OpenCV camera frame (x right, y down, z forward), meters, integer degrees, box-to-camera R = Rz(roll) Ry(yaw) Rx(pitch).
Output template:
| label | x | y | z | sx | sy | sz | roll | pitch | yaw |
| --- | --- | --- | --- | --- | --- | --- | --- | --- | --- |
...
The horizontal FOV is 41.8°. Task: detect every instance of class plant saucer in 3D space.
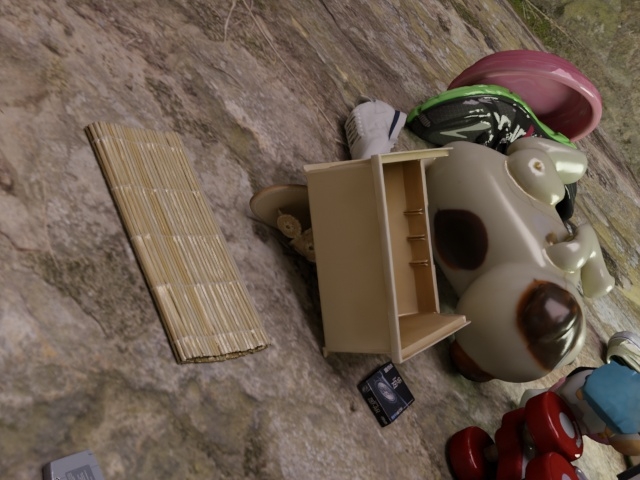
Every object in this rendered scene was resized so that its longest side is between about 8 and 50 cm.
| label | x | y | z | sx | sy | sz | roll | pitch | yaw |
| --- | --- | --- | --- | --- | --- | --- | --- | --- | --- |
| plant saucer | 0.438 | -0.309 | 1.817 | 0.332 | 0.332 | 0.084 | 28 | 65 | -37 |

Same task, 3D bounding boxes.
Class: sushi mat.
| label | x | y | z | sx | sy | sz | roll | pitch | yaw |
| --- | --- | --- | --- | --- | --- | --- | --- | --- | --- |
| sushi mat | -0.168 | -0.002 | 1.011 | 0.151 | 0.019 | 0.317 | -2 | 63 | -55 |

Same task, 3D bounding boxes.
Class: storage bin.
| label | x | y | z | sx | sy | sz | roll | pitch | yaw |
| --- | --- | --- | --- | --- | --- | --- | --- | --- | --- |
| storage bin | 0.104 | 0.011 | 1.173 | 0.260 | 0.123 | 0.262 | -14 | 98 | -57 |

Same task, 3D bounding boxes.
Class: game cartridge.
| label | x | y | z | sx | sy | sz | roll | pitch | yaw |
| --- | --- | --- | --- | --- | --- | --- | --- | --- | --- |
| game cartridge | -0.211 | 0.230 | 0.740 | 0.056 | 0.017 | 0.083 | -3 | 63 | -58 |

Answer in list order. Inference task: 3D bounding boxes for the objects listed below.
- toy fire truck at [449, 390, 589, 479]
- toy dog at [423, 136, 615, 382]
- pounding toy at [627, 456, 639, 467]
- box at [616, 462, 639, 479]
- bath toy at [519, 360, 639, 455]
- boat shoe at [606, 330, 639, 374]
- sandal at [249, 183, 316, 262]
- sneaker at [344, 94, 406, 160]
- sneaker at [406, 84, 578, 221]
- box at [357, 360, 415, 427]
| label | x | y | z | sx | sy | sz | roll | pitch | yaw |
| --- | --- | --- | --- | --- | --- | --- | --- | --- | --- |
| toy fire truck | 0.312 | 0.379 | 1.156 | 0.254 | 0.169 | 0.302 | 49 | 28 | -14 |
| toy dog | 0.314 | 0.035 | 1.387 | 0.395 | 0.284 | 0.408 | 26 | 44 | -38 |
| pounding toy | 0.724 | 0.476 | 1.676 | 0.183 | 0.110 | 0.237 | -35 | 51 | -30 |
| box | 0.615 | 0.542 | 1.267 | 0.318 | 0.097 | 0.395 | 37 | 24 | -50 |
| bath toy | 0.423 | 0.259 | 1.294 | 0.151 | 0.129 | 0.348 | 55 | -12 | 9 |
| boat shoe | 0.740 | 0.340 | 1.865 | 0.302 | 0.109 | 0.094 | 47 | 47 | 3 |
| sandal | 0.005 | -0.004 | 1.181 | 0.240 | 0.088 | 0.079 | 25 | 36 | -47 |
| sneaker | 0.081 | -0.180 | 1.468 | 0.094 | 0.090 | 0.235 | 35 | 31 | -9 |
| sneaker | 0.390 | -0.174 | 1.767 | 0.482 | 0.185 | 0.202 | 21 | 58 | -29 |
| box | 0.092 | 0.212 | 1.164 | 0.067 | 0.018 | 0.083 | 59 | 32 | 5 |
